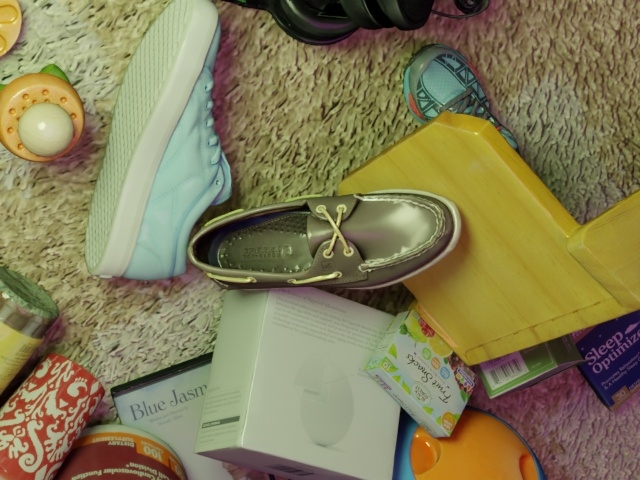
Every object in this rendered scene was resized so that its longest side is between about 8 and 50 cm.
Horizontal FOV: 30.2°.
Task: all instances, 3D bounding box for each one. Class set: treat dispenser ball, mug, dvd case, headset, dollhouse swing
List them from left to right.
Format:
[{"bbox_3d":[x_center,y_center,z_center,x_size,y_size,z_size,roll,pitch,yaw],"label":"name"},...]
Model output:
[{"bbox_3d":[-0.367,0.225,1.471,0.169,0.150,0.113,-57,162,-27],"label":"mug"},{"bbox_3d":[-0.169,0.280,1.635,0.180,0.022,0.253,-19,116,-12],"label":"dvd case"},{"bbox_3d":[0.043,-0.327,1.371,0.394,0.243,0.185,2,91,-37],"label":"headset"},{"bbox_3d":[0.175,0.371,1.650,0.288,0.288,0.288,-7,113,-18],"label":"treat dispenser ball"},{"bbox_3d":[0.258,-0.039,1.490,0.315,0.347,0.305,-30,89,-34],"label":"dollhouse swing"}]

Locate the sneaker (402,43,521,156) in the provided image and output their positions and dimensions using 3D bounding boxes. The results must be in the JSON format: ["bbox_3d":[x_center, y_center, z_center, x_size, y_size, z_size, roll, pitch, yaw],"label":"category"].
[{"bbox_3d":[0.208,-0.147,1.546,0.104,0.125,0.262,-41,120,-7],"label":"sneaker"}]

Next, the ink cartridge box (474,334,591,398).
[{"bbox_3d":[0.306,0.170,1.702,0.109,0.062,0.209,-30,165,22],"label":"ink cartridge box"}]

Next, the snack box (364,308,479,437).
[{"bbox_3d":[0.133,0.173,1.534,0.141,0.037,0.100,45,57,-18],"label":"snack box"}]

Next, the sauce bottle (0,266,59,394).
[{"bbox_3d":[-0.460,0.192,1.439,0.111,0.111,0.344,36,94,-29],"label":"sauce bottle"}]

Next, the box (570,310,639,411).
[{"bbox_3d":[0.440,0.144,1.804,0.136,0.036,0.225,-40,118,-2],"label":"box"}]

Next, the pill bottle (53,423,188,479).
[{"bbox_3d":[-0.253,0.415,1.432,0.224,0.392,0.224,-5,114,-10],"label":"pill bottle"}]

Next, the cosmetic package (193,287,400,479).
[{"bbox_3d":[-0.020,0.189,1.536,0.224,0.138,0.224,21,67,-26],"label":"cosmetic package"}]

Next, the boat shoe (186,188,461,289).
[{"bbox_3d":[0.000,0.000,1.391,0.325,0.097,0.116,-7,81,23],"label":"boat shoe"}]

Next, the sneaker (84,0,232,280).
[{"bbox_3d":[-0.168,-0.117,1.426,0.150,0.135,0.365,9,116,-31],"label":"sneaker"}]

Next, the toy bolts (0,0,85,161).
[{"bbox_3d":[-0.391,-0.160,1.295,0.229,0.158,0.218,-26,118,-9],"label":"toy bolts"}]
